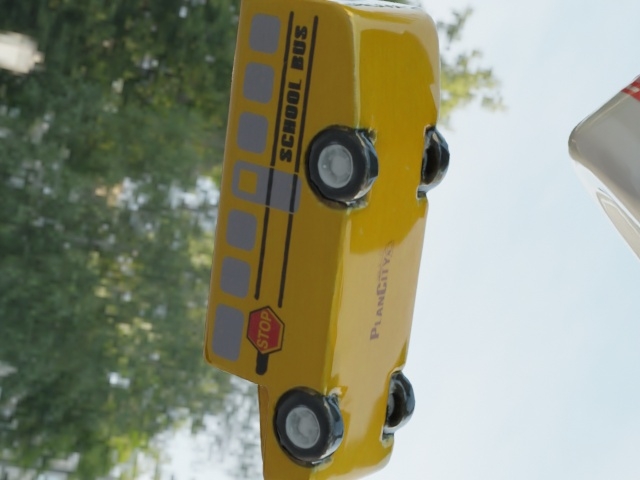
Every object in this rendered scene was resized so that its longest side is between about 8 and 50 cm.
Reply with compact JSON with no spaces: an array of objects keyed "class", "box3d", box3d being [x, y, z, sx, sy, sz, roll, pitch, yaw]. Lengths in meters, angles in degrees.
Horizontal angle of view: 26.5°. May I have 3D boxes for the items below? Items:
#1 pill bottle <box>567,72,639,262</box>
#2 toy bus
[{"class":"pill bottle","box3d":[0.395,-0.108,0.938,0.407,0.229,0.229,-38,-152,5]},{"class":"toy bus","box3d":[0.000,0.000,0.941,0.130,0.108,0.333,16,-75,34]}]
